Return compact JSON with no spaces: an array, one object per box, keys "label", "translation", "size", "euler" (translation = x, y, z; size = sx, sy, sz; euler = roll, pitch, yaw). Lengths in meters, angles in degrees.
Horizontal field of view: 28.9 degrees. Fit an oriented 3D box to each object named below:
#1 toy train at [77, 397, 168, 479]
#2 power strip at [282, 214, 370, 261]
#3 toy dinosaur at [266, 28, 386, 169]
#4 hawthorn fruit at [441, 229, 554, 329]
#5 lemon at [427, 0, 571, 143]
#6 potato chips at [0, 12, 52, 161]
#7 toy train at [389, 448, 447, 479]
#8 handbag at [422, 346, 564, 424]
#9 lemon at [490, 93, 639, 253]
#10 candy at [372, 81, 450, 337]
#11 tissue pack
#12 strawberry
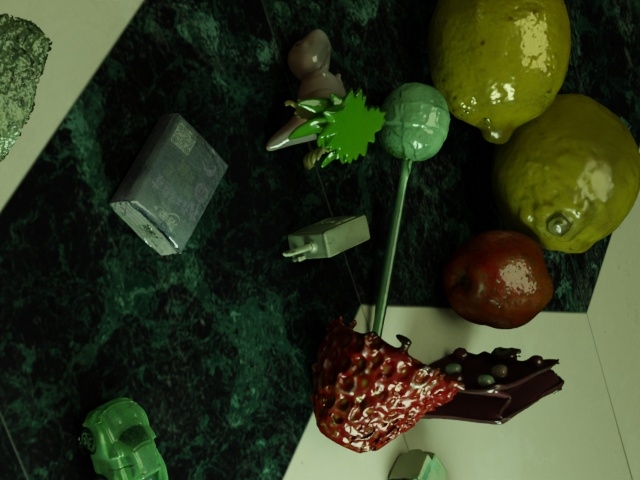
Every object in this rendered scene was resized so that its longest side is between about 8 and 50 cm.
[{"label":"toy train","translation":[-0.230,0.269,1.508],"size":[0.099,0.081,0.149],"euler":[-23,103,-48]},{"label":"power strip","translation":[0.000,0.000,1.822],"size":[0.175,0.075,0.042],"euler":[-24,106,-50]},{"label":"toy dinosaur","translation":[-0.015,-0.205,1.794],"size":[0.152,0.177,0.194],"euler":[18,101,-53]},{"label":"hawthorn fruit","translation":[0.297,0.069,2.108],"size":[0.189,0.189,0.189],"euler":[8,79,-50]},{"label":"lemon","translation":[0.302,-0.324,2.101],"size":[0.245,0.245,0.320],"euler":[0,92,-50]},{"label":"potato chips","translation":[-0.385,-0.161,1.393],"size":[0.228,0.059,0.167],"euler":[-47,127,-48]},{"label":"toy train","translation":[0.178,0.432,1.985],"size":[0.194,0.080,0.125],"euler":[56,43,-28]},{"label":"handbag","translation":[0.261,0.228,2.010],"size":[0.216,0.203,0.074],"euler":[-20,106,-47]},{"label":"lemon","translation":[0.434,-0.117,2.194],"size":[0.285,0.316,0.285],"euler":[-9,118,-18]},{"label":"candy","translation":[0.122,-0.039,1.968],"size":[0.119,0.119,0.440],"euler":[21,76,-47]},{"label":"tissue pack","translation":[-0.196,-0.073,1.615],"size":[0.112,0.051,0.156],"euler":[48,52,-32]},{"label":"strawberry","translation":[0.082,0.226,1.809],"size":[0.234,0.234,0.178],"euler":[33,82,-44]}]
